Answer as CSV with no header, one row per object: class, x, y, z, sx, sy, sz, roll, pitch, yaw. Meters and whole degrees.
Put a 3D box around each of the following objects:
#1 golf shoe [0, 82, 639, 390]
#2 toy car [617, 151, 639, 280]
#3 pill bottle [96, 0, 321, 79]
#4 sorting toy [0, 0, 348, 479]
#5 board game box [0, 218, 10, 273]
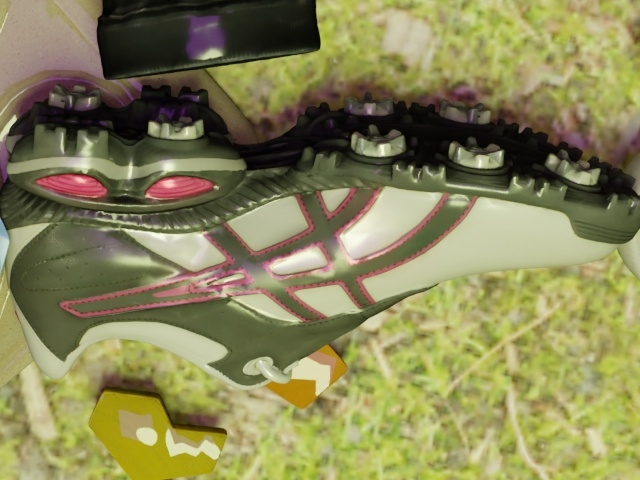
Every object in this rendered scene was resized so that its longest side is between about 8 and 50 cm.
golf shoe,0.000,0.000,0.845,0.273,0.105,0.120,3,107,1
toy car,0.223,-0.036,0.848,0.136,0.159,0.182,6,97,-37
pill bottle,-0.061,-0.181,0.827,0.123,0.123,0.219,-8,95,1
sorting toy,-0.145,-0.010,0.894,0.229,0.041,0.307,-41,95,0
board game box,-0.198,0.028,0.852,0.133,0.033,0.168,21,100,16
